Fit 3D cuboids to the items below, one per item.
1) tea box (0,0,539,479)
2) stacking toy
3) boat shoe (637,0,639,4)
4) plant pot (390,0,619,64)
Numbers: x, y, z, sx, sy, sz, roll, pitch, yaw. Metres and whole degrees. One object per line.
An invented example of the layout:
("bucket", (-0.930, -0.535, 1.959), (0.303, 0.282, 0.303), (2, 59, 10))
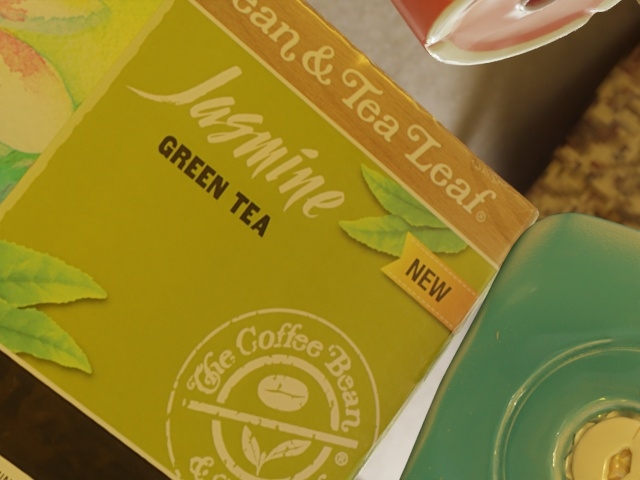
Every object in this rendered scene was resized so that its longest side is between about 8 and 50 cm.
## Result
("tea box", (-0.141, 0.009, 0.751), (0.323, 0.329, 0.220), (-55, -163, -12))
("stacking toy", (0.167, 0.122, 0.687), (0.175, 0.166, 0.302), (-64, 151, -5))
("boat shoe", (0.229, -0.218, 1.023), (0.089, 0.285, 0.104), (-9, 156, -47))
("plant pot", (0.129, -0.290, 1.238), (0.275, 0.243, 0.275), (-21, 165, -6))
